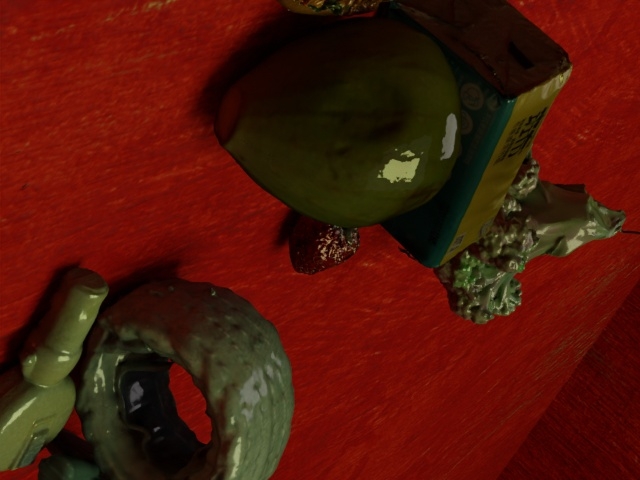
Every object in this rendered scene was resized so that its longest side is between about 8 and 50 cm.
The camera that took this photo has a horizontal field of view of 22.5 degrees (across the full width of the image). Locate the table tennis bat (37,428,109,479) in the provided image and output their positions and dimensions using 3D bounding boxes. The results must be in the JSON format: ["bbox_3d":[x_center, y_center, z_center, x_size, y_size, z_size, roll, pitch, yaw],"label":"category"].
[{"bbox_3d":[-0.245,0.250,1.709,0.040,0.153,0.244,-52,166,-1],"label":"table tennis bat"}]

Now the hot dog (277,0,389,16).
[{"bbox_3d":[0.021,-0.238,1.497,0.188,0.055,0.072,-15,141,-56],"label":"hot dog"}]

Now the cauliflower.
[{"bbox_3d":[0.266,-0.026,2.114,0.239,0.315,0.256,73,17,-62],"label":"cauliflower"}]

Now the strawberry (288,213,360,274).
[{"bbox_3d":[0.000,0.000,1.882,0.083,0.083,0.096,-16,143,-57],"label":"strawberry"}]

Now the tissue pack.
[{"bbox_3d":[0.134,-0.134,1.743,0.134,0.192,0.271,-31,156,-38],"label":"tissue pack"}]

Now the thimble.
[{"bbox_3d":[-0.137,0.159,1.683,0.205,0.250,0.172,-17,-176,30],"label":"thimble"}]

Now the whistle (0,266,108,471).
[{"bbox_3d":[-0.274,0.137,1.576,0.126,0.067,0.258,-18,143,-58],"label":"whistle"}]

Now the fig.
[{"bbox_3d":[0.025,-0.106,1.537,0.230,0.207,0.207,-27,152,-46],"label":"fig"}]
